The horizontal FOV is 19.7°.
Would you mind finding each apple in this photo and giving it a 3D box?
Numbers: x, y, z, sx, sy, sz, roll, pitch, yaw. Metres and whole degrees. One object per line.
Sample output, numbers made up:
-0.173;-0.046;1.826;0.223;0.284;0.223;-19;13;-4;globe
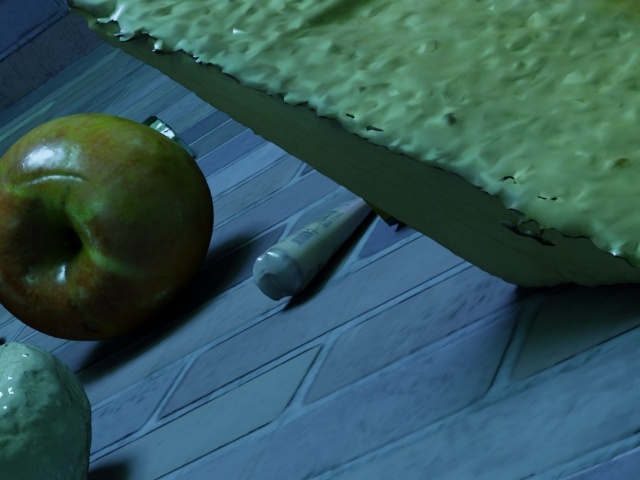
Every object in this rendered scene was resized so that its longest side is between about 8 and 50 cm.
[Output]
-0.186;-0.014;1.547;0.196;0.196;0.196;-35;14;10;apple

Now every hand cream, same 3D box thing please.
0.000;0.000;1.365;0.061;0.039;0.143;-34;4;42;hand cream

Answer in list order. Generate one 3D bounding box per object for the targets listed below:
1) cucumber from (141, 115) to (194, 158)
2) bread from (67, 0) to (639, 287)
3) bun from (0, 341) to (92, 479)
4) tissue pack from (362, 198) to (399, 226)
-0.260;-0.048;2.095;0.244;0.063;0.115;-40;13;-3;cucumber
0.123;-0.163;0.990;0.346;0.405;0.242;-54;7;-13;bread
-0.232;0.161;1.244;0.195;0.118;0.195;-32;21;14;bun
0.099;-0.098;1.315;0.169;0.082;0.120;-31;17;25;tissue pack
